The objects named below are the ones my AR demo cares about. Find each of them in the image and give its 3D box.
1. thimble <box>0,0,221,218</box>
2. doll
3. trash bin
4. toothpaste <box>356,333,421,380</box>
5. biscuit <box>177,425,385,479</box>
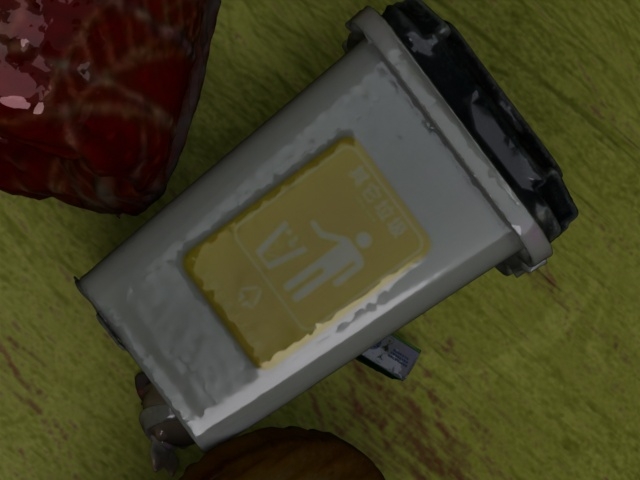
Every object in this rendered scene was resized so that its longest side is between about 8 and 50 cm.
[{"bbox_3d":[-0.260,-0.172,1.506,0.350,0.350,0.231,17,82,-14],"label":"thimble"},{"bbox_3d":[-0.132,0.143,1.667,0.084,0.073,0.127,18,78,19],"label":"doll"},{"bbox_3d":[0.000,0.000,1.571,0.367,0.296,0.256,-37,89,-3],"label":"trash bin"},{"bbox_3d":[0.006,0.068,1.714,0.178,0.043,0.037,32,78,-12],"label":"toothpaste"},{"bbox_3d":[-0.061,0.297,1.517,0.318,0.040,0.318,-21,123,-36],"label":"biscuit"}]
